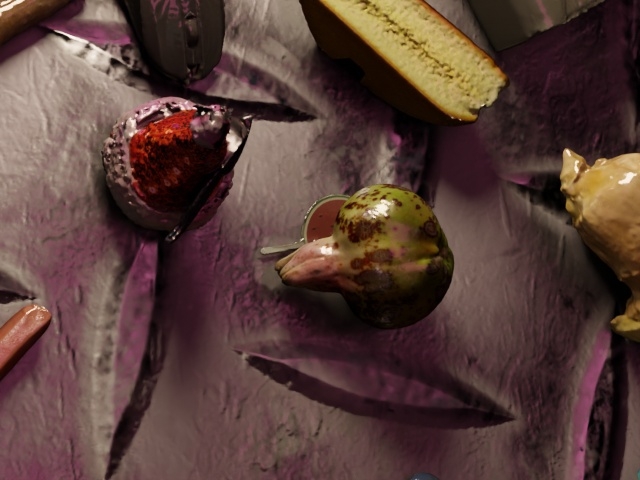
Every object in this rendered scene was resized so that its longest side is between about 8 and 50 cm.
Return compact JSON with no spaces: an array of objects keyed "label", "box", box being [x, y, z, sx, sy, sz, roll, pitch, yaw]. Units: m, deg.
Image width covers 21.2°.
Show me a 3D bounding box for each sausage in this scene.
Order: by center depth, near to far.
[{"label":"sausage","box":[-0.291,0.113,1.498,0.035,0.030,0.147,44,64,-7]}]

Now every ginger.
[{"label":"ginger","box":[0.345,0.006,1.750,0.152,0.138,0.267,-29,92,-2]}]

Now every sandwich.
[{"label":"sandwich","box":[0.068,-0.202,1.706,0.244,0.088,0.090,39,74,-16]}]

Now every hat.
[{"label":"hat","box":[-0.110,-0.085,1.521,0.140,0.227,0.129,-31,92,-21]}]

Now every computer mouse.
[{"label":"computer mouse","box":[-0.139,-0.234,1.630,0.099,0.057,0.172,-13,86,-34]}]

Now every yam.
[{"label":"yam","box":[-0.336,-0.172,1.536,0.327,0.045,0.045,-37,63,-28]}]

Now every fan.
[{"label":"fan","box":[0.000,0.000,1.670,0.133,0.005,0.085,-12,85,-27]}]

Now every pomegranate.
[{"label":"pomegranate","box":[0.048,0.019,1.617,0.163,0.125,0.138,-13,99,-27]}]

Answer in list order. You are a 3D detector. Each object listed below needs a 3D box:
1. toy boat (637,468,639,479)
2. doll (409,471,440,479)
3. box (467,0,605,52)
[{"label":"toy boat","box":[0.418,0.246,1.763,0.175,0.110,0.091,-12,80,16]},{"label":"doll","box":[0.134,0.268,1.662,0.125,0.027,0.037,38,66,-16]},{"label":"box","box":[0.253,-0.329,1.798,0.274,0.138,0.178,-29,97,-24]}]
